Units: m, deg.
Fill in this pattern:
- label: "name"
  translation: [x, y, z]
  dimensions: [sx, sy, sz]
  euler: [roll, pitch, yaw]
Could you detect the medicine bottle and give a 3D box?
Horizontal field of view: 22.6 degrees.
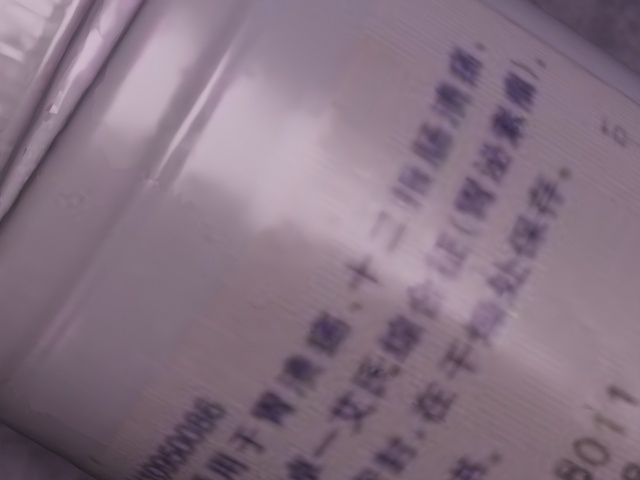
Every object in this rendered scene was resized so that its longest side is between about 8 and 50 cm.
- label: "medicine bottle"
  translation: [0.000, 0.000, 0.485]
  dimensions: [0.332, 0.190, 0.190]
  euler: [32, 77, -11]
